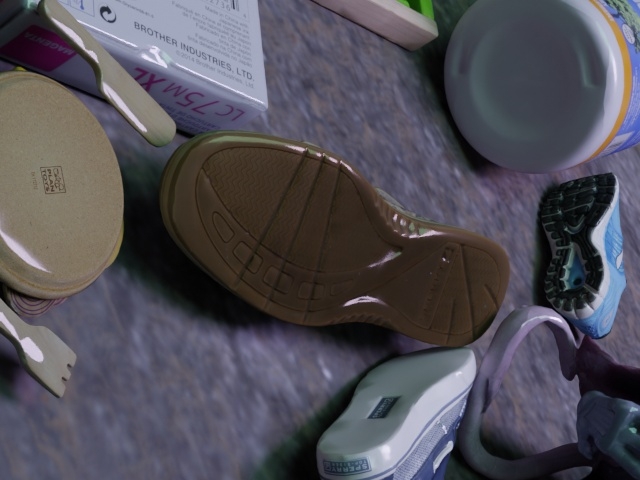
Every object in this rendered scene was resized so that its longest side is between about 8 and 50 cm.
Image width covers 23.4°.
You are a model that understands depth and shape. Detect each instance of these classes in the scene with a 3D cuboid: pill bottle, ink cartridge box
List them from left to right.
[{"bbox_3d":[-0.128,-0.230,0.978,0.186,0.065,0.311,21,55,-42],"label":"ink cartridge box"},{"bbox_3d":[0.230,-0.147,1.288,0.272,0.152,0.152,-19,83,-54],"label":"pill bottle"}]

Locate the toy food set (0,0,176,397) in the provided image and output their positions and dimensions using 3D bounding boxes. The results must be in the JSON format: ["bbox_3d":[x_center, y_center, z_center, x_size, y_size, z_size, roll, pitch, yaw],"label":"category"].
[{"bbox_3d":[-0.152,-0.025,0.822,0.132,0.039,0.192,49,44,-34],"label":"toy food set"}]

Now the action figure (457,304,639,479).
[{"bbox_3d":[0.267,0.201,1.133,0.276,0.248,0.370,34,16,26],"label":"action figure"}]

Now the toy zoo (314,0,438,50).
[{"bbox_3d":[0.002,-0.307,1.215,0.192,0.030,0.293,21,53,-43],"label":"toy zoo"}]

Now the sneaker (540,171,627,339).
[{"bbox_3d":[0.218,0.013,1.264,0.073,0.063,0.162,56,36,-39],"label":"sneaker"}]

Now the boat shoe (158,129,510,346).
[{"bbox_3d":[0.000,0.000,0.973,0.285,0.089,0.104,25,91,-43],"label":"boat shoe"}]

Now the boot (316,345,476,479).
[{"bbox_3d":[0.053,0.135,0.974,0.190,0.069,0.086,-35,118,-58],"label":"boot"}]
